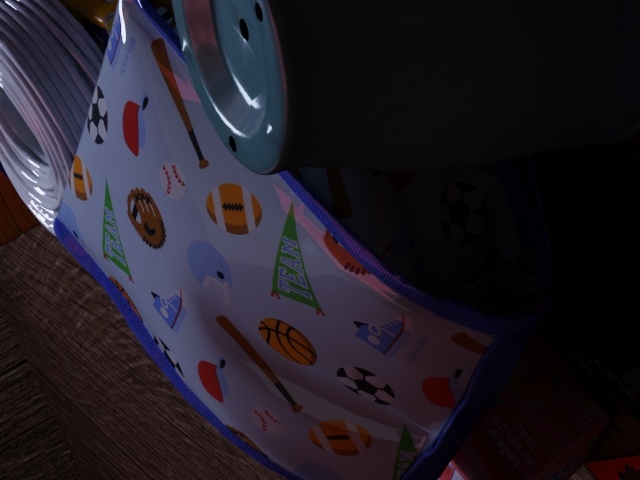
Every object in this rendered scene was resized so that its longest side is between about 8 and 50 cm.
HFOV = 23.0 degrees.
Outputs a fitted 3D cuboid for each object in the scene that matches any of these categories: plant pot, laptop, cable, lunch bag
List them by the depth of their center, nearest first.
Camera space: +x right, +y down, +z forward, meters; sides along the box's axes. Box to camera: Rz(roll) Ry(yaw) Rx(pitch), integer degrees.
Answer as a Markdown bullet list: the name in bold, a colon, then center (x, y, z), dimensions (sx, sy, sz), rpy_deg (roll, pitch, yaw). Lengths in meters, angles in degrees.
- **plant pot**: center (0.050, -0.162, 1.001), dimensions (0.271, 0.255, 0.272), rpy_deg (50, 150, 45)
- **lunch bag**: center (0.000, 0.000, 1.233), dimensions (0.385, 0.239, 0.328), rpy_deg (52, 146, 21)
- **laptop**: center (0.240, 0.031, 1.254), dimensions (0.234, 0.136, 0.264), rpy_deg (47, -178, 29)
- **cable**: center (-0.264, -0.124, 1.506), dimensions (0.257, 0.089, 0.257), rpy_deg (53, 158, 12)

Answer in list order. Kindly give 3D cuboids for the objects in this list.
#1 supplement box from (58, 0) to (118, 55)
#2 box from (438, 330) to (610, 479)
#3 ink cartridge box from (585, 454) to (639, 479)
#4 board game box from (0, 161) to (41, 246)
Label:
- **supplement box**: center (-0.195, -0.228, 1.608), dimensions (0.356, 0.194, 0.195), rpy_deg (32, 147, 48)
- **box**: center (0.110, 0.115, 1.462), dimensions (0.300, 0.142, 0.154), rpy_deg (51, 163, 19)
- **ink cartridge box**: center (0.306, 0.280, 1.407), dimensions (0.179, 0.045, 0.145), rpy_deg (56, 158, -1)
- **board game box**: center (-0.486, -0.151, 1.909), dimensions (0.356, 0.356, 0.356), rpy_deg (62, 158, -8)
